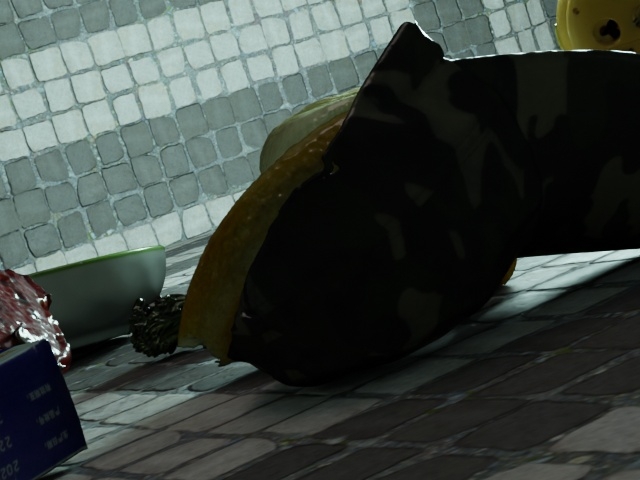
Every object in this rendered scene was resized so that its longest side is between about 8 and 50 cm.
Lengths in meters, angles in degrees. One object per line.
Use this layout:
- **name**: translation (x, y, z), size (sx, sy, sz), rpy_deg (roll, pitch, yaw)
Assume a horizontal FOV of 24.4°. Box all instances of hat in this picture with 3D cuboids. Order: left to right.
- **hat**: translation (0.137, 0.007, 1.182), size (0.382, 0.257, 0.366), rpy_deg (11, -32, -1)

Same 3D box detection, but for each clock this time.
- **clock**: translation (0.489, -0.299, 2.250), size (0.244, 0.317, 0.200), rpy_deg (-17, 12, 10)

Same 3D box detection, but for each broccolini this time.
- **broccolini**: translation (-0.039, 0.068, 1.612), size (0.392, 0.074, 0.079), rpy_deg (-15, -35, 26)

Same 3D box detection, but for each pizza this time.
- **pizza**: translation (-0.007, -0.020, 1.360), size (0.258, 0.087, 0.268), rpy_deg (-17, -41, -25)

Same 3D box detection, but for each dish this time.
- **dish**: translation (-0.355, 0.105, 2.008), size (0.324, 0.124, 0.324), rpy_deg (-14, -1, 0)

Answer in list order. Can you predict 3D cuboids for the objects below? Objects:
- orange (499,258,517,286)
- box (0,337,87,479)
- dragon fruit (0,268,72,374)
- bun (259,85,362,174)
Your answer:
- **orange**: translation (0.145, 0.016, 1.395), size (0.083, 0.070, 0.083), rpy_deg (-13, 5, 1)
- **box**: translation (-0.372, 0.184, 1.203), size (0.299, 0.106, 0.200), rpy_deg (-17, 7, 32)
- **dragon fruit**: translation (-0.363, 0.091, 1.480), size (0.302, 0.240, 0.330), rpy_deg (3, 19, 18)
- **bun**: translation (0.095, -0.121, 2.194), size (0.349, 0.227, 0.352), rpy_deg (-15, 8, 34)
